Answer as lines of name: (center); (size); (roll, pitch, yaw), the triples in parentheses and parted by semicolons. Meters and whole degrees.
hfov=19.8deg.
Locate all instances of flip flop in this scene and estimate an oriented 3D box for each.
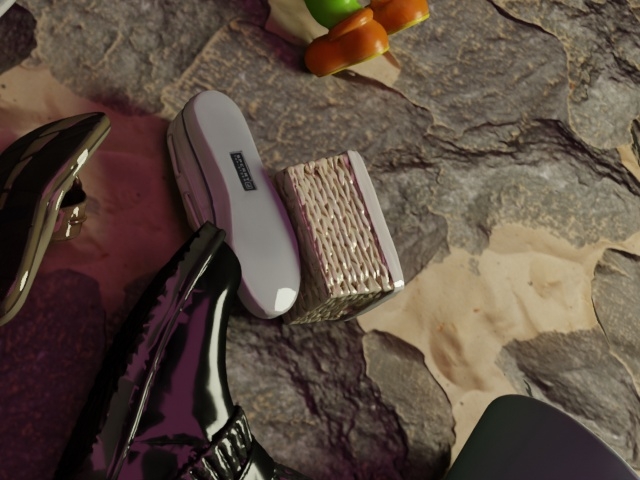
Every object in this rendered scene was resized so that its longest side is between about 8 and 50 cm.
flip flop: (-0.276, -0.017, 1.785); (0.080, 0.112, 0.277); (54, 40, -40)

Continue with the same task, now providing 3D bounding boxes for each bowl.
bowl: (0.225, 0.329, 1.894); (0.163, 0.311, 0.311); (-36, 93, -22)

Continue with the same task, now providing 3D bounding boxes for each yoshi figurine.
yoshi figurine: (-0.035, -0.376, 2.120); (0.203, 0.203, 0.362); (-27, 103, -2)

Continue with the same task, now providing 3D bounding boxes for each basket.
basket: (0.000, 0.000, 1.974); (0.103, 0.113, 0.167); (-9, 75, -36)

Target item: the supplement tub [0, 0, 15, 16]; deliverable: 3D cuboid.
supplement tub: (-0.450, -0.284, 1.710); (0.316, 0.193, 0.193); (44, 50, -12)

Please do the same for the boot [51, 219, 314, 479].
boot: (-0.092, 0.179, 1.800); (0.260, 0.131, 0.348); (30, 64, -15)

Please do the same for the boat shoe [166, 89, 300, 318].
boat shoe: (-0.096, -0.029, 1.930); (0.095, 0.084, 0.258); (2, 63, -40)
